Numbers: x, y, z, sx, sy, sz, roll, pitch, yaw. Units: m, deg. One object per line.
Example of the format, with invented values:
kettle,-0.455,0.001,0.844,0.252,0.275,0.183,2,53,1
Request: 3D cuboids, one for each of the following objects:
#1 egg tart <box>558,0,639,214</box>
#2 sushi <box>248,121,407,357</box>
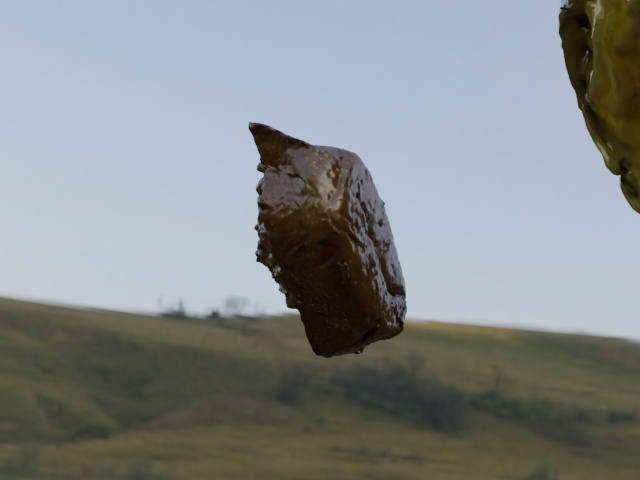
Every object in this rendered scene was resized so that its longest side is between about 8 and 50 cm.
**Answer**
egg tart,0.177,-0.051,0.476,0.107,0.291,0.291,-34,1,-24
sushi,-0.002,0.002,0.578,0.060,0.118,0.061,-2,21,28
